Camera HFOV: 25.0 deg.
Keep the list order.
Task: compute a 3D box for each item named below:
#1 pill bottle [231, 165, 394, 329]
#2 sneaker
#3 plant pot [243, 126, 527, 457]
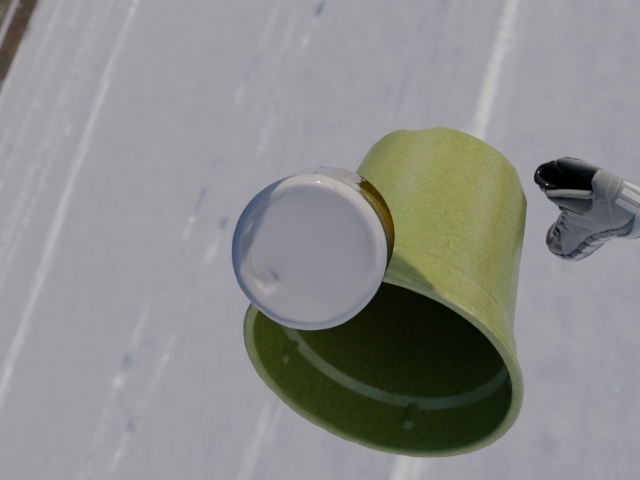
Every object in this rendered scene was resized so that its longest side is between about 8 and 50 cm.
[{"bbox_3d":[0.000,0.000,1.157,0.208,0.117,0.118,-50,-16,-82],"label":"pill bottle"},{"bbox_3d":[0.301,-0.049,1.728,0.086,0.132,0.228,-66,14,-20],"label":"sneaker"},{"bbox_3d":[0.094,0.033,1.437,0.276,0.276,0.254,-53,10,50],"label":"plant pot"}]
